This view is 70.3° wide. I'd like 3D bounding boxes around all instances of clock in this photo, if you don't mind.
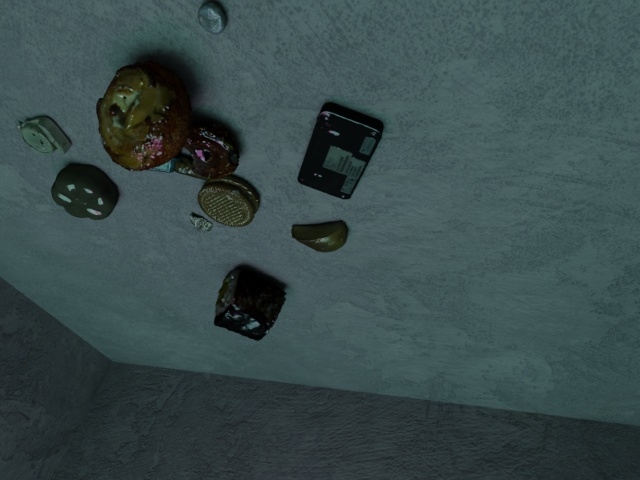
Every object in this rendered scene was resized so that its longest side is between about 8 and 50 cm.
[{"bbox_3d":[-1.092,-0.403,1.776,0.190,0.062,0.152,1,141,20],"label":"clock"}]

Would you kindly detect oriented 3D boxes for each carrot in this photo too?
[{"bbox_3d":[-0.566,-0.295,1.729,0.342,0.070,0.070,15,144,3],"label":"carrot"}]

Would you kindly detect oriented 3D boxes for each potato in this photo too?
[{"bbox_3d":[0.000,0.000,1.886,0.243,0.098,0.138,-4,141,26],"label":"potato"}]

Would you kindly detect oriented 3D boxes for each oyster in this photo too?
[{"bbox_3d":[-0.535,-0.072,2.027,0.100,0.037,0.098,17,144,-2],"label":"oyster"}]

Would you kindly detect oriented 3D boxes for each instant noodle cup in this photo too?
[{"bbox_3d":[-0.575,-0.294,1.614,0.157,0.179,0.070,6,113,-18],"label":"instant noodle cup"}]

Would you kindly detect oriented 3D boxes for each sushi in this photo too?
[{"bbox_3d":[-0.363,0.326,2.271,0.294,0.300,0.281,30,156,-22],"label":"sushi"}]

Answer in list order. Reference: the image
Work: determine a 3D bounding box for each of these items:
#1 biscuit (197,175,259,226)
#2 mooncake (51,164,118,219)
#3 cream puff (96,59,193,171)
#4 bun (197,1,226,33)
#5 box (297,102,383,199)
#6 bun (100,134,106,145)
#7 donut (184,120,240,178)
[{"bbox_3d":[-0.368,-0.155,1.827,0.259,0.079,0.259,11,143,8],"label":"biscuit"},{"bbox_3d":[-1.011,-0.199,1.958,0.274,0.135,0.275,6,142,5],"label":"mooncake"},{"bbox_3d":[-0.534,-0.384,1.423,0.350,0.351,0.228,-6,177,26],"label":"cream puff"},{"bbox_3d":[-0.294,-0.607,1.239,0.083,0.045,0.083,9,146,6],"label":"bun"},{"bbox_3d":[0.057,-0.286,1.524,0.211,0.058,0.350,18,144,-5],"label":"box"},{"bbox_3d":[-0.724,-0.388,1.644,0.138,0.094,0.138,-17,164,-5],"label":"bun"},{"bbox_3d":[-0.387,-0.325,1.598,0.216,0.096,0.230,-8,137,25],"label":"donut"}]
